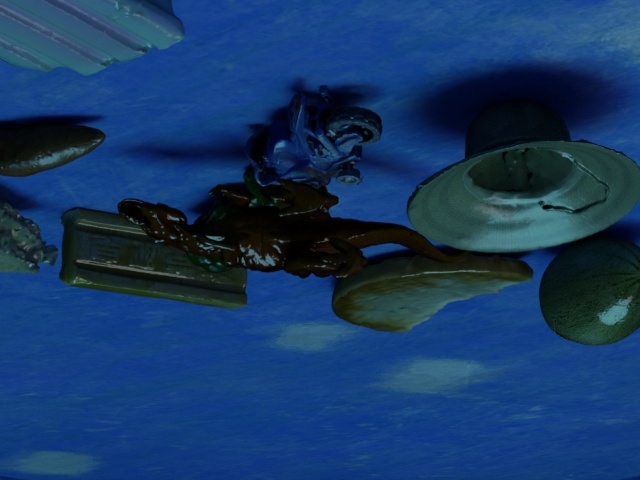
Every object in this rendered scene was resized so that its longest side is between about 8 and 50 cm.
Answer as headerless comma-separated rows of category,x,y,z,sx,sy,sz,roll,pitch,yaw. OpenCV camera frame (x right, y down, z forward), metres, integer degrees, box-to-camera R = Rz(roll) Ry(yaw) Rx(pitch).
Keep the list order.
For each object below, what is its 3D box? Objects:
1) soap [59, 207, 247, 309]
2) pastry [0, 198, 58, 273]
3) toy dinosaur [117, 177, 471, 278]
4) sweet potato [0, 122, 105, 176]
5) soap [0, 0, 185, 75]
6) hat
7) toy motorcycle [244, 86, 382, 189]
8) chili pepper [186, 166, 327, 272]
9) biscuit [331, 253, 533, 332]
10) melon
soap,-0.203,0.025,2.231,0.252,0.092,0.037,10,160,-34
pastry,-0.422,-0.022,2.064,0.121,0.089,0.258,-8,161,27
toy dinosaur,0.000,0.000,1.968,0.432,0.097,0.208,9,173,-16
sweet potato,-0.324,-0.095,1.904,0.202,0.058,0.055,-4,-177,1
soap,-0.234,-0.217,1.482,0.145,0.091,0.230,-15,158,27
hat,0.207,-0.087,1.905,0.252,0.110,0.252,-4,154,-2
toy motorcycle,-0.014,-0.100,1.909,0.114,0.076,0.205,12,158,-18
chili pepper,-0.072,-0.026,2.115,0.099,0.083,0.253,17,152,-24
biscuit,0.126,0.064,2.474,0.204,0.040,0.309,9,158,-33
melon,0.359,0.067,2.354,0.139,0.139,0.192,9,161,-30
